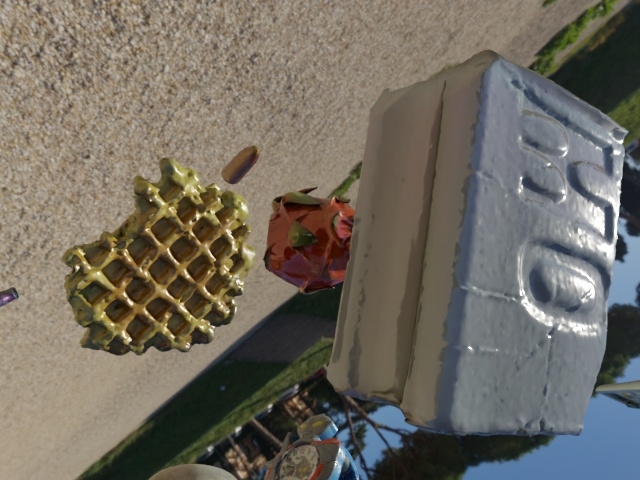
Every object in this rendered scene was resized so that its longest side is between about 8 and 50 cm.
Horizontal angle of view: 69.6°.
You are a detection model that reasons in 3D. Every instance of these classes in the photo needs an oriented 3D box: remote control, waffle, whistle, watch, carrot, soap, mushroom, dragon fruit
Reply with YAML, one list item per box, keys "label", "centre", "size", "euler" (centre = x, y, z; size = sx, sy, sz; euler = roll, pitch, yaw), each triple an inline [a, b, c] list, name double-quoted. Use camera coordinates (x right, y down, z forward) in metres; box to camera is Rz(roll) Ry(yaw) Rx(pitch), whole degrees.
- label: "remote control"
  centre: [0.744, 0.341, 1.033]
  size: [0.293, 0.103, 0.051]
  euler: [87, 28, -68]
- label: "waffle"
  centre: [-0.233, 0.039, 0.699]
  size: [0.281, 0.058, 0.301]
  euler: [25, 88, -40]
- label: "whistle"
  centre: [-0.761, 0.155, 1.016]
  size: [0.176, 0.033, 0.033]
  euler: [-29, 168, -24]
- label: "watch"
  centre: [0.001, 0.676, 1.313]
  size: [0.241, 0.275, 0.305]
  euler: [-19, -157, 26]
- label: "carrot"
  centre: [-0.164, -0.167, 0.983]
  size: [0.048, 0.048, 0.139]
  euler: [-33, -177, -39]
- label: "soap"
  centre: [0.223, 0.018, 0.627]
  size: [0.213, 0.350, 0.435]
  euler: [-3, -108, 57]
- label: "mushroom"
  centre: [-0.291, 0.628, 1.027]
  size: [0.243, 0.243, 0.243]
  euler: [-39, 172, -6]
- label: "dragon fruit"
  centre: [-0.005, 0.000, 0.969]
  size: [0.227, 0.224, 0.224]
  euler: [-7, 170, -1]
